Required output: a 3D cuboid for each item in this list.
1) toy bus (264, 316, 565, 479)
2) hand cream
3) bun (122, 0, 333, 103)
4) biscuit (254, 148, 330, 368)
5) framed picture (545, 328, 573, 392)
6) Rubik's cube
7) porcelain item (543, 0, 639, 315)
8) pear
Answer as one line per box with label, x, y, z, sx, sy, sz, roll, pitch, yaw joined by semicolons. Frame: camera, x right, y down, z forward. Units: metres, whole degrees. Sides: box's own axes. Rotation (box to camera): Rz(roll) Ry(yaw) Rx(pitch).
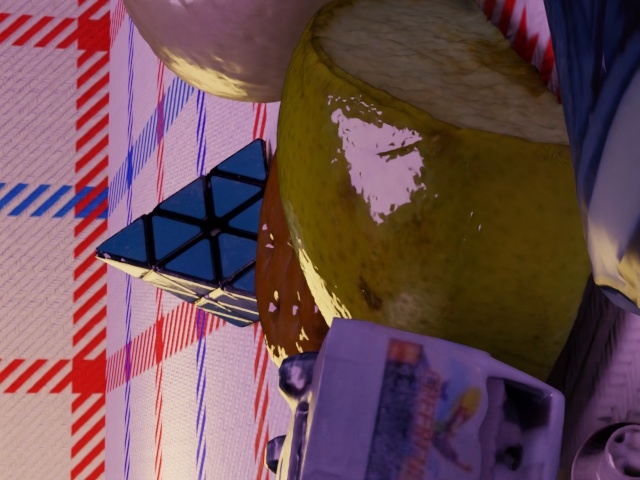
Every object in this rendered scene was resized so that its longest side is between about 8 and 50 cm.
toy bus;0.033;0.145;0.794;0.330;0.136;0.109;102;177;-68
hand cream;0.127;0.150;0.711;0.257;0.050;0.084;99;167;-56
bun;-0.057;-0.278;0.980;0.361;0.213;0.361;-173;90;-90
biscuit;0.000;0.000;1.161;0.220;0.066;0.220;-178;90;-74
framed picture;0.101;-0.001;0.885;0.250;0.016;0.184;-124;38;-66
Rubik's cube;-0.139;0.034;1.473;0.190;0.178;0.211;103;163;-46
porcelain item;0.168;-0.108;0.379;0.281;0.157;0.286;127;140;-63
pear;0.045;-0.002;0.836;0.288;0.139;0.239;-112;20;-60
